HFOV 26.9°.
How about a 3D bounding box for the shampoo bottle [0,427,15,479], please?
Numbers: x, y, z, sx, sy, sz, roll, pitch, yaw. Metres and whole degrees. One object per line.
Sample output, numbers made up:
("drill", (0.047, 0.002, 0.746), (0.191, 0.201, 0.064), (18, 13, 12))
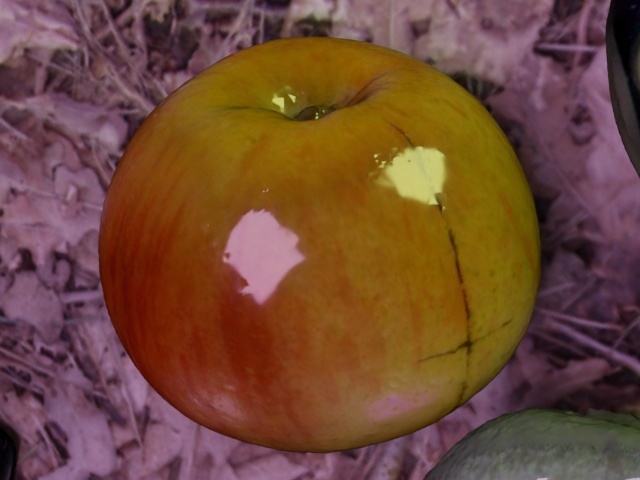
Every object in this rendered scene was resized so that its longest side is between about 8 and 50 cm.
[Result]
("shampoo bottle", (-0.376, 0.168, 1.173), (0.233, 0.049, 0.087), (17, 99, 21))

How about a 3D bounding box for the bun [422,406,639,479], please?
("bun", (0.190, 0.277, 0.861), (0.354, 0.194, 0.354), (1, 92, 24))

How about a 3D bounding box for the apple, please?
("apple", (0.000, 0.000, 0.867), (0.286, 0.286, 0.233), (6, 127, 23))

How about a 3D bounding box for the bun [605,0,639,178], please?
("bun", (0.318, -0.117, 0.779), (0.293, 0.187, 0.293), (-10, 77, 45))
